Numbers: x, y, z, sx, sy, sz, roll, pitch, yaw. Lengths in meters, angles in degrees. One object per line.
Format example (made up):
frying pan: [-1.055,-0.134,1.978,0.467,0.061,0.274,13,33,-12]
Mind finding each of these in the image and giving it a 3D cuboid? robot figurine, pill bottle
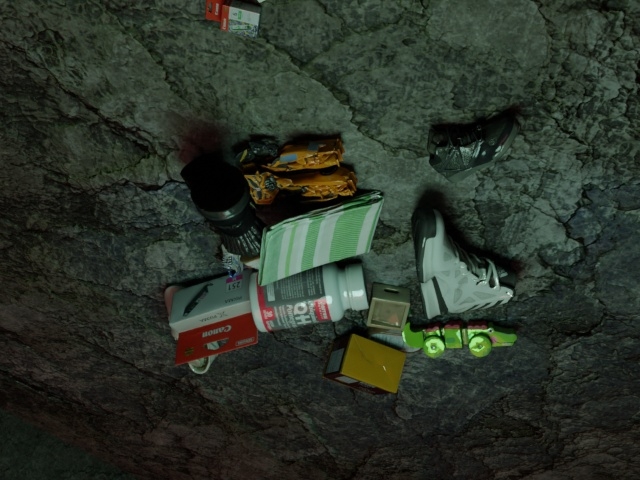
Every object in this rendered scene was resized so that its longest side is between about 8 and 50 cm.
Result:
robot figurine: [-0.069,-0.162,1.799,0.291,0.085,0.211,-7,137,21]
pill bottle: [-0.030,0.151,2.078,0.319,0.176,0.176,-10,138,6]

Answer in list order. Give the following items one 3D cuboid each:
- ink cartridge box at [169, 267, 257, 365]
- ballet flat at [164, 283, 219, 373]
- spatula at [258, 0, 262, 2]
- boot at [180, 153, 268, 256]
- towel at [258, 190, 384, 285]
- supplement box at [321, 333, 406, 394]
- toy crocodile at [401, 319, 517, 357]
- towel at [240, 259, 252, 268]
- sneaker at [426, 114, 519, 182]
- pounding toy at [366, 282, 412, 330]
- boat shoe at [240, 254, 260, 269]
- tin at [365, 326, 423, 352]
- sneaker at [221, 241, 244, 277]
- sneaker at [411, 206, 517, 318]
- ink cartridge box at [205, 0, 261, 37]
ink cartridge box: [-0.314,0.222,2.163,0.275,0.238,0.060,-17,134,15]
ballet flat: [-0.420,0.305,2.413,0.139,0.139,0.400,2,140,11]
spatula: [-0.109,-0.570,1.374,0.168,0.019,0.242,-9,136,31]
boot: [-0.205,-0.054,1.786,0.131,0.348,0.260,-30,119,-5]
towel: [0.000,0.000,1.882,0.325,0.038,0.247,-18,147,-21]
supplement box: [0.136,0.398,2.346,0.191,0.129,0.194,22,160,-13]
toy crocodile: [0.411,0.282,2.205,0.341,0.115,0.105,-4,100,17]
towel: [-0.209,0.055,2.154,0.060,0.009,0.083,4,140,10]
sneaker: [0.324,-0.218,1.635,0.130,0.087,0.227,26,144,-27]
pounding toy: [0.213,0.196,2.170,0.141,0.100,0.130,9,127,0]
boat shoe: [-0.087,0.018,2.021,0.277,0.098,0.096,-16,142,32]
tin: [0.237,0.310,2.335,0.190,0.040,0.106,6,136,7]
sneaker: [-0.258,0.057,2.120,0.052,0.058,0.135,14,143,29]
sneaker: [0.377,0.048,1.917,0.258,0.169,0.447,-7,146,9]
ink cartridge box: [-0.181,-0.459,1.511,0.115,0.029,0.062,13,141,-2]
